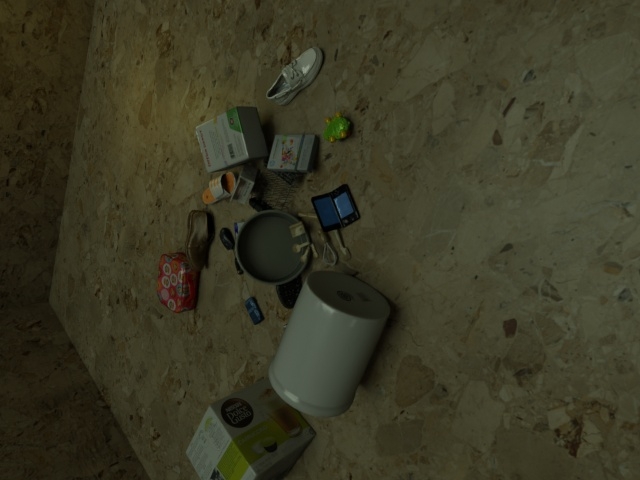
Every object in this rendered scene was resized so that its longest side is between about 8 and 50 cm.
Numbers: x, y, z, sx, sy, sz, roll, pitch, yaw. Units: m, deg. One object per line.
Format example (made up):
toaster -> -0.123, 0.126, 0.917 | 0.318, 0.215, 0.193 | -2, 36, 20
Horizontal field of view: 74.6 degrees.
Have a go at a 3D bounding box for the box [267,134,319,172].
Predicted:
box -> -0.107, -0.336, 1.620 | 0.186, 0.038, 0.145 | 8, 80, 30

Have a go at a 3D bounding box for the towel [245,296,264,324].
towel -> -0.305, 0.321, 1.908 | 0.067, 0.029, 0.119 | -42, 70, 35

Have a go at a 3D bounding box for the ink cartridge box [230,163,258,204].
ink cartridge box -> -0.320, -0.231, 1.761 | 0.198, 0.067, 0.115 | -92, 28, -59

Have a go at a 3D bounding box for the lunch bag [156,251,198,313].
lunch bag -> -0.736, 0.223, 2.191 | 0.258, 0.120, 0.293 | 21, 107, 35

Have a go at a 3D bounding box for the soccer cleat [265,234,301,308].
soccer cleat -> -0.164, 0.126, 1.740 | 0.116, 0.108, 0.318 | -15, 92, 67

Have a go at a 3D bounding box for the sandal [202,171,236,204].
sandal -> -0.489, -0.231, 1.950 | 0.265, 0.076, 0.102 | -24, 80, 38

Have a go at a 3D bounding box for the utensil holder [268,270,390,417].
utensil holder -> 0.028, 0.342, 1.451 | 0.327, 0.327, 0.386 | 33, 113, 32

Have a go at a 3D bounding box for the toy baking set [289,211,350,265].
toy baking set -> -0.001, -0.007, 1.602 | 0.256, 0.030, 0.197 | 6, 97, 20

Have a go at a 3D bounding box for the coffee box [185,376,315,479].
coffee box -> -0.299, 0.851, 1.763 | 0.334, 0.337, 0.338 | 43, 120, 28

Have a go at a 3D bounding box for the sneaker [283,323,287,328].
sneaker -> -0.118, 0.367, 1.764 | 0.083, 0.031, 0.035 | -9, 103, 44

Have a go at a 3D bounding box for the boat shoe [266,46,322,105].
boat shoe -> -0.104, -0.622, 1.594 | 0.277, 0.096, 0.098 | -40, 70, 35

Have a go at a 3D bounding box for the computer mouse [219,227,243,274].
computer mouse -> -0.421, 0.050, 1.965 | 0.071, 0.041, 0.242 | -36, 73, 35

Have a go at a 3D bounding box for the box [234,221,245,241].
box -> -0.305, -0.022, 1.842 | 0.137, 0.072, 0.126 | -3, 94, 39

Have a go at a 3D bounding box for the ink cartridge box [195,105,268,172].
ink cartridge box -> -0.367, -0.409, 1.729 | 0.278, 0.117, 0.202 | -8, 98, 40

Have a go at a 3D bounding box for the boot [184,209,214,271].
boot -> -0.586, 0.005, 2.061 | 0.115, 0.112, 0.306 | 4, 96, 28

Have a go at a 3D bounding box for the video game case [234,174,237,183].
video game case -> -0.423, -0.247, 1.952 | 0.122, 0.011, 0.087 | -13, 86, 40

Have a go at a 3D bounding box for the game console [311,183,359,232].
game console -> 0.054, -0.119, 1.529 | 0.124, 0.085, 0.144 | -29, 77, 38

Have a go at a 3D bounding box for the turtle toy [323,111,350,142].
turtle toy -> 0.056, -0.398, 1.508 | 0.130, 0.066, 0.095 | -15, 86, 40

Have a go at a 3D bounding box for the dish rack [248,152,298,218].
dish rack -> -0.185, -0.212, 1.726 | 0.208, 0.074, 0.272 | 38, 115, 28

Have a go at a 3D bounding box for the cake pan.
cake pan -> -0.187, 0.027, 1.647 | 0.054, 0.293, 0.293 | 166, 95, -76
